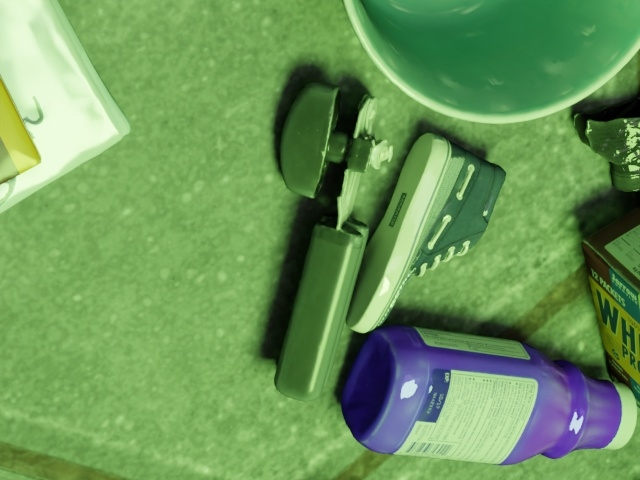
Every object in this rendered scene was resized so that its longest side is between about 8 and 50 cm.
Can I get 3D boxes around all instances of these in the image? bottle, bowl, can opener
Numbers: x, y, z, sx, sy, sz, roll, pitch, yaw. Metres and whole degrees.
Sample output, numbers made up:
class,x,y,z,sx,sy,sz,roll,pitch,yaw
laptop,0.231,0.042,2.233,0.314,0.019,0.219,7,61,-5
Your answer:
class,x,y,z,sx,sy,sz,roll,pitch,yaw
bottle,0.162,0.149,1.737,0.282,0.092,0.118,8,119,-28
bowl,0.126,-0.266,1.546,0.311,0.163,0.312,-8,111,-21
can opener,0.000,0.000,1.646,0.093,0.074,0.280,12,103,9

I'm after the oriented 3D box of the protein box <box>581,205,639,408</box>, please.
class,x,y,z,sx,sy,sz,roll,pitch,yaw
protein box,0.376,0.055,1.749,0.201,0.136,0.200,-29,133,-11

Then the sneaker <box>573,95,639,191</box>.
class,x,y,z,sx,sy,sz,roll,pitch,yaw
sneaker,0.320,-0.102,1.747,0.170,0.051,0.089,-19,118,-13

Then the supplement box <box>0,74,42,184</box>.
class,x,y,z,sx,sy,sz,roll,pitch,yaw
supplement box,-0.341,-0.108,1.378,0.194,0.129,0.191,-29,115,-11

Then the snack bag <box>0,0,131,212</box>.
class,x,y,z,sx,sy,sz,roll,pitch,yaw
snack bag,-0.346,-0.120,1.465,0.342,0.037,0.323,-31,116,-11

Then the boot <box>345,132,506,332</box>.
class,x,y,z,sx,sy,sz,roll,pitch,yaw
boot,0.096,0.005,1.677,0.086,0.069,0.190,22,97,-22
